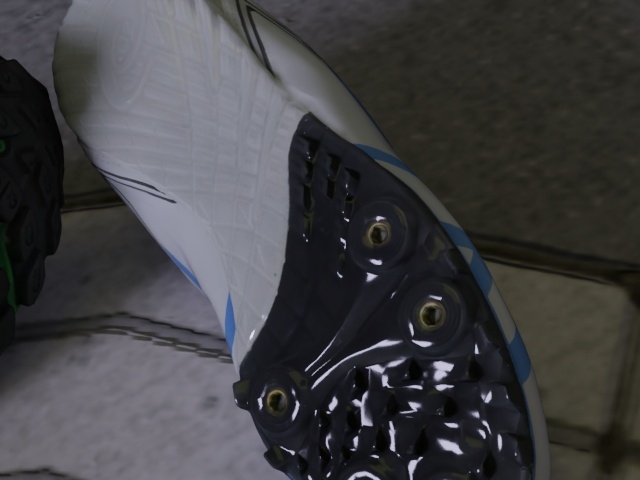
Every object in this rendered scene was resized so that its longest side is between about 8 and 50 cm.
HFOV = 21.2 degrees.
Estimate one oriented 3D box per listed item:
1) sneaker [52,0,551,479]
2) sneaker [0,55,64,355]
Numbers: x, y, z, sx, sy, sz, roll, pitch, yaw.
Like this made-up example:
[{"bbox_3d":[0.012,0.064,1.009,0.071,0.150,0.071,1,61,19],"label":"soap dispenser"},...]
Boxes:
[{"bbox_3d":[0.000,0.000,0.506,0.085,0.086,0.237,-50,51,17],"label":"sneaker"},{"bbox_3d":[-0.242,0.021,0.516,0.343,0.134,0.146,-25,39,-10],"label":"sneaker"}]
